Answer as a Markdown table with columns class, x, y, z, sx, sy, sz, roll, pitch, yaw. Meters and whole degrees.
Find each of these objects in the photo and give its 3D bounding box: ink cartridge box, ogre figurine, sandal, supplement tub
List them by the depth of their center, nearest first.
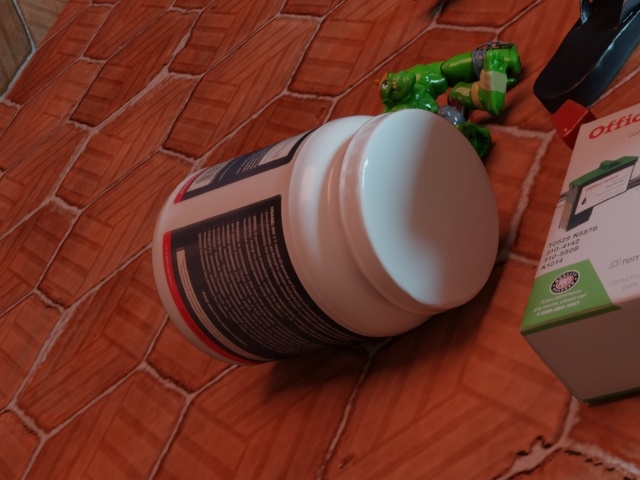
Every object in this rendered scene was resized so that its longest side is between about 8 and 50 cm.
| class | x | y | z | sx | sy | sz | roll | pitch | yaw |
| --- | --- | --- | --- | --- | --- | --- | --- | --- | --- |
| ink cartridge box | 0.250 | -0.007 | 1.074 | 0.160 | 0.092 | 0.219 | -21 | 34 | 40 |
| supplement tub | 0.000 | 0.000 | 1.318 | 0.272 | 0.191 | 0.191 | -16 | 37 | 45 |
| sandal | 0.279 | -0.228 | 1.411 | 0.097 | 0.054 | 0.254 | -3 | 47 | 54 |
| ogre figurine | 0.112 | -0.120 | 1.460 | 0.118 | 0.097 | 0.197 | 0 | 63 | 33 |

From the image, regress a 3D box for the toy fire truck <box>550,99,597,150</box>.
| class | x | y | z | sx | sy | sz | roll | pitch | yaw |
| --- | --- | --- | --- | --- | --- | --- | --- | --- | --- |
| toy fire truck | 0.280 | -0.099 | 1.223 | 0.135 | 0.047 | 0.192 | -43 | 26 | 3 |
